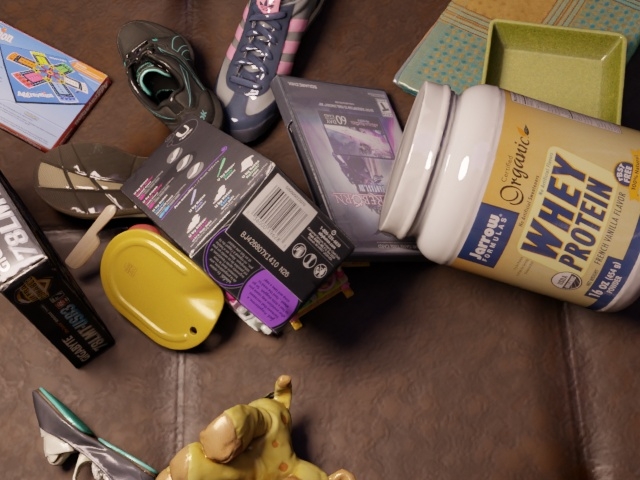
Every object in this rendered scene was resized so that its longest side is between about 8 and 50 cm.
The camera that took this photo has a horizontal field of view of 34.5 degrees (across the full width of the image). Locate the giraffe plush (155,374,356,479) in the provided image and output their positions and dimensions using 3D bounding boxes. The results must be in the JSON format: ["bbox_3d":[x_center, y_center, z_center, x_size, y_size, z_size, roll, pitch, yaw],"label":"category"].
[{"bbox_3d":[-0.063,0.284,1.220,0.170,0.181,0.210,50,44,11],"label":"giraffe plush"}]

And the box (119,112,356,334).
[{"bbox_3d":[-0.107,-0.029,1.260,0.143,0.165,0.270,-48,33,-5],"label":"box"}]

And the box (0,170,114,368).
[{"bbox_3d":[-0.388,-0.011,1.282,0.073,0.293,0.295,-35,69,-10],"label":"box"}]

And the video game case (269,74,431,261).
[{"bbox_3d":[0.055,-0.095,1.367,0.196,0.026,0.274,1,58,-40],"label":"video game case"}]

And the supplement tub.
[{"bbox_3d":[0.248,-0.058,1.261,0.316,0.228,0.228,16,68,-2],"label":"supplement tub"}]

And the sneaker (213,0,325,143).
[{"bbox_3d":[-0.082,-0.296,1.469,0.112,0.131,0.319,15,69,11],"label":"sneaker"}]

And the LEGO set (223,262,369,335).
[{"bbox_3d":[0.000,0.000,1.347,0.132,0.107,0.287,32,73,16],"label":"LEGO set"}]

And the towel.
[{"bbox_3d":[0.313,-0.298,1.493,0.271,0.040,0.370,30,70,15],"label":"towel"}]

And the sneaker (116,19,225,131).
[{"bbox_3d":[-0.224,-0.241,1.445,0.101,0.106,0.267,-45,54,7],"label":"sneaker"}]

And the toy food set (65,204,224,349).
[{"bbox_3d":[-0.213,0.045,1.355,0.218,0.071,0.128,39,114,10],"label":"toy food set"}]

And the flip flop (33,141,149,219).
[{"bbox_3d":[-0.252,-0.074,1.422,0.277,0.080,0.112,-2,69,-14],"label":"flip flop"}]

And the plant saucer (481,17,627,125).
[{"bbox_3d":[0.312,-0.203,1.402,0.188,0.045,0.188,8,66,7],"label":"plant saucer"}]

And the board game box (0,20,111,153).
[{"bbox_3d":[-0.466,-0.243,1.533,0.281,0.027,0.145,28,73,15],"label":"board game box"}]

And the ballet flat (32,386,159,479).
[{"bbox_3d":[-0.296,0.262,1.279,0.203,0.074,0.074,32,73,14],"label":"ballet flat"}]
